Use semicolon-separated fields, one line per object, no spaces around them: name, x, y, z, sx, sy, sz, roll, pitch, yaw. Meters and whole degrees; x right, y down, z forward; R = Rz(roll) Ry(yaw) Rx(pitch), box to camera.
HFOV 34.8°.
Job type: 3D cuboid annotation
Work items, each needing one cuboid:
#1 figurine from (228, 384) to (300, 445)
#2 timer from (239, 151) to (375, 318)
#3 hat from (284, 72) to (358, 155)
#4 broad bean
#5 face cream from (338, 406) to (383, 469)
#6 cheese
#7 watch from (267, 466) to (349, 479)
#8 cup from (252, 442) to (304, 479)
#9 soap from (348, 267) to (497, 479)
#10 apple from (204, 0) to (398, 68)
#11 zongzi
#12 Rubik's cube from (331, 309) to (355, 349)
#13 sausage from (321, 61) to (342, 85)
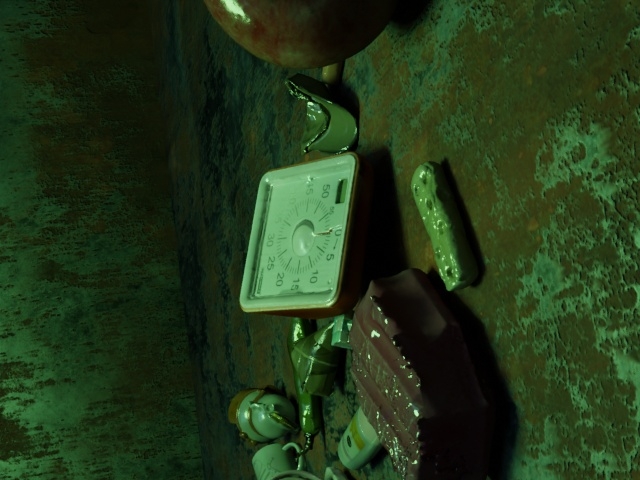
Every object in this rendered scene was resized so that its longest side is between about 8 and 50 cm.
figurine;-0.127;0.408;2.337;0.271;0.143;0.143;-155;62;-72
timer;0.000;0.000;1.701;0.250;0.161;0.257;-19;58;61
hat;0.017;-0.221;1.828;0.175;0.085;0.147;24;132;44
broad bean;-0.031;0.288;2.122;0.075;0.067;0.325;-4;-94;-76
face cream;0.079;0.337;1.776;0.198;0.057;0.084;110;149;-55
cheese;0.170;-0.021;1.406;0.065;0.043;0.194;111;150;-57
watch;-0.032;0.564;1.932;0.211;0.217;0.248;119;143;-62
cup;-0.092;0.528;2.314;0.133;0.099;0.136;-114;24;-48
soap;0.134;0.189;1.441;0.325;0.127;0.220;-125;35;-60
apple;-0.029;-0.417;1.502;0.269;0.344;0.345;41;-138;-84
zongzi;-0.004;0.194;1.988;0.160;0.078;0.176;-127;46;-60
Rubik's cube;0.064;0.155;1.760;0.084;0.073;0.075;-162;85;-77
sausage;0.022;-0.314;1.813;0.034;0.034;0.083;-112;24;-43
